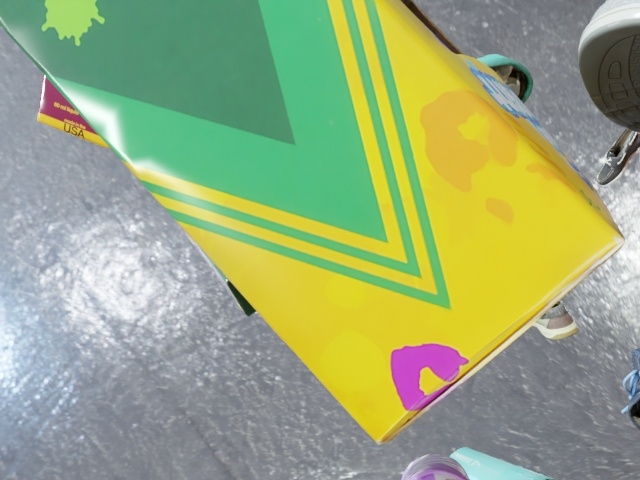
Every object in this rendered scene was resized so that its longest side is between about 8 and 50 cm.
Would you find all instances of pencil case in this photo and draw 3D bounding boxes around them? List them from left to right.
[{"bbox_3d":[0.119,0.259,0.739,0.088,0.206,0.086,34,86,12],"label":"pencil case"}]

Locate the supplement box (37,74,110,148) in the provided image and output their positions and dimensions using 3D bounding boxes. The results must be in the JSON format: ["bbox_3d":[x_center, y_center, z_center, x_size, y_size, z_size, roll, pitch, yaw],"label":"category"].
[{"bbox_3d":[-0.185,-0.192,0.681,0.080,0.104,0.188,21,115,6],"label":"supplement box"}]

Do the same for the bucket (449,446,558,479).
[{"bbox_3d":[0.312,0.539,1.409,0.183,0.281,0.281,18,84,36],"label":"bucket"}]

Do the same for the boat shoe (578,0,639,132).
[{"bbox_3d":[0.323,-0.145,0.623,0.118,0.320,0.103,-11,72,52],"label":"boat shoe"}]

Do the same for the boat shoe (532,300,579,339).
[{"bbox_3d":[0.433,0.131,1.471,0.080,0.223,0.074,-17,101,-5],"label":"boat shoe"}]

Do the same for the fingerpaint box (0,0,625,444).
[{"bbox_3d":[0.026,-0.112,0.564,0.163,0.445,0.371,-45,82,18],"label":"fingerpaint box"}]

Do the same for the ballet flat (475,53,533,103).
[{"bbox_3d":[0.148,-0.157,0.857,0.247,0.083,0.087,-26,28,-25],"label":"ballet flat"}]

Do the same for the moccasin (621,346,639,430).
[{"bbox_3d":[0.629,0.303,1.398,0.116,0.342,0.138,-14,108,11],"label":"moccasin"}]

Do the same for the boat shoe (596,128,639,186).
[{"bbox_3d":[0.489,-0.141,1.228,0.046,0.038,0.125,-93,26,-44],"label":"boat shoe"}]

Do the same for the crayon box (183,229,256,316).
[{"bbox_3d":[-0.099,-0.055,1.476,0.313,0.106,0.363,-34,37,-10],"label":"crayon box"}]
